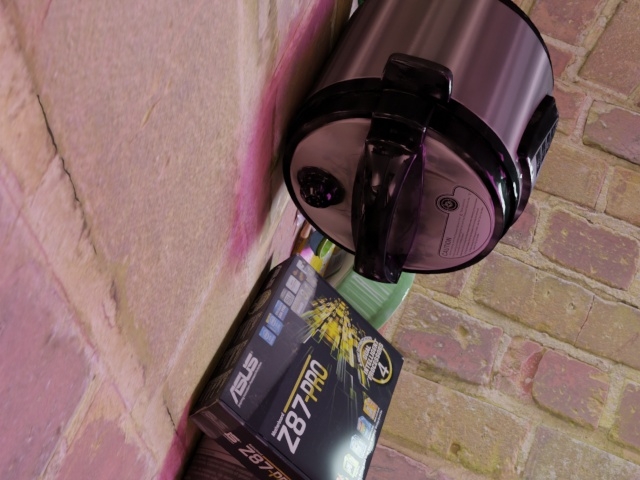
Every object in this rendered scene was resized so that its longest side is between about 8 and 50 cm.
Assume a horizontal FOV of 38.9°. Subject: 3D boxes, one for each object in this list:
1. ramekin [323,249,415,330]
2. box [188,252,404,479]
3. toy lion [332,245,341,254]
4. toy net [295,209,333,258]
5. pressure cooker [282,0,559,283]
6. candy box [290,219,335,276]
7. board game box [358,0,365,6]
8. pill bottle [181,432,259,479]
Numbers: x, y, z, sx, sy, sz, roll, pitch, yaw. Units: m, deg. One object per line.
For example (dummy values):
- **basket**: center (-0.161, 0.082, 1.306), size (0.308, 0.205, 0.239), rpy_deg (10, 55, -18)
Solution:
- **ramekin**: center (0.067, 0.093, 2.150), size (0.303, 0.148, 0.303), rpy_deg (-40, -157, 21)
- **box**: center (-0.024, 0.259, 1.619), size (0.097, 0.318, 0.395), rpy_deg (-35, -162, 38)
- **toy lion**: center (0.000, 0.000, 2.101), size (0.034, 0.096, 0.100), rpy_deg (-41, 115, -48)
- **toy net**: center (0.005, -0.047, 1.886), size (0.122, 0.045, 0.232), rpy_deg (-55, 163, -11)
- **pressure cooker**: center (0.142, -0.147, 1.391), size (0.375, 0.370, 0.420), rpy_deg (-15, -143, 42)
- **candy box**: center (-0.018, 0.029, 2.008), size (0.105, 0.027, 0.206), rpy_deg (25, 86, -46)
- **board game box**: center (0.138, -0.382, 1.633), size (0.259, 0.136, 0.030), rpy_deg (47, 66, -85)
- **pill bottle**: center (-0.139, 0.428, 1.685), size (0.204, 0.204, 0.361), rpy_deg (100, 13, -66)
